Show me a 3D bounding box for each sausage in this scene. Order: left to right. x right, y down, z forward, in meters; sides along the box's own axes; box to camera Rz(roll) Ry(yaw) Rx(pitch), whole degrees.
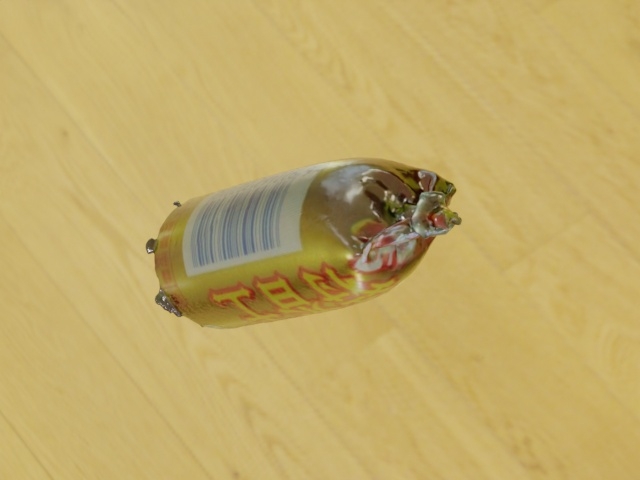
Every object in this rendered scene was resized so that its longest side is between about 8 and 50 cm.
[{"bbox_3d":[0.002,0.000,1.093,0.125,0.317,0.117,-5,86,-39],"label":"sausage"}]
